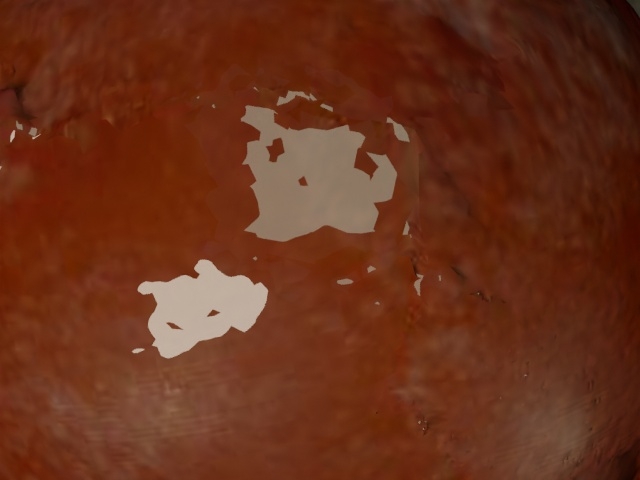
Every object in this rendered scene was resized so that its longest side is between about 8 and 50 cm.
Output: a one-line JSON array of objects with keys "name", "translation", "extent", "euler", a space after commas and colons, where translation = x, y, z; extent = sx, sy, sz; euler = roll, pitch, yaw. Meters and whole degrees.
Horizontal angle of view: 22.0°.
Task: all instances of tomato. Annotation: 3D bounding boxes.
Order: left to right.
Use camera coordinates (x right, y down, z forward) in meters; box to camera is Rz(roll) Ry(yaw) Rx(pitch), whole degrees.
[{"name": "tomato", "translation": [0.000, 0.000, 0.418], "extent": [0.184, 0.208, 0.208], "euler": [-1, 69, -10]}]
